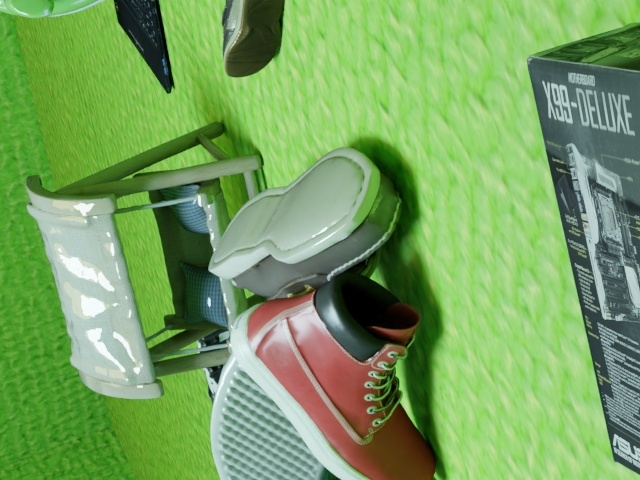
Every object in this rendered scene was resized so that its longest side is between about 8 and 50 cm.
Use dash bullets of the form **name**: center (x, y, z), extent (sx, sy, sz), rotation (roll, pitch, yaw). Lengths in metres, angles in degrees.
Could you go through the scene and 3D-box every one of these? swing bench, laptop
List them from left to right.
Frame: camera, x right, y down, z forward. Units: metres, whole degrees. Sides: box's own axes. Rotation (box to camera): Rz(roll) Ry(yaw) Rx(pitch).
- **laptop**: center (-0.311, -0.339, 2.091), extent (0.234, 0.137, 0.264), rotation (-125, 22, -50)
- **swing bench**: center (-0.186, 0.029, 1.847), extent (0.165, 0.255, 0.253), rotation (-138, 33, -62)

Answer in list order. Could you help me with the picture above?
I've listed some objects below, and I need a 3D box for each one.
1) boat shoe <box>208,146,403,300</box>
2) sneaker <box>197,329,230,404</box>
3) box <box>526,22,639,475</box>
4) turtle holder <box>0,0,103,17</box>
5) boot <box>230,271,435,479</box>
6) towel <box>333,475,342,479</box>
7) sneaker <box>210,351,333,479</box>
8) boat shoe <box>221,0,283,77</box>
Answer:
- **boat shoe**: center (0.000, 0.000, 1.449), extent (0.097, 0.116, 0.324), rotation (34, 158, -16)
- **sneaker**: center (-0.125, 0.182, 2.160), extent (0.106, 0.078, 0.234), rotation (12, 121, 70)
- **box**: center (0.216, 0.028, 0.738), extent (0.307, 0.077, 0.242), rotation (-153, 47, -69)
- **turtle holder**: center (-0.315, -0.350, 1.787), extent (0.243, 0.320, 0.227), rotation (36, -170, -2)
- **boot**: center (0.056, 0.133, 1.415), extent (0.176, 0.088, 0.244), rotation (-23, 118, 44)
- **towel**: center (0.000, 0.261, 1.888), extent (0.370, 0.040, 0.271), rotation (173, 78, -73)
- **sneaker**: center (-0.047, 0.197, 1.676), extent (0.150, 0.135, 0.365), rotation (-89, 4, -53)
- **boat shoe**: center (-0.067, -0.216, 1.530), extent (0.152, 0.056, 0.049), rotation (114, 141, -55)
